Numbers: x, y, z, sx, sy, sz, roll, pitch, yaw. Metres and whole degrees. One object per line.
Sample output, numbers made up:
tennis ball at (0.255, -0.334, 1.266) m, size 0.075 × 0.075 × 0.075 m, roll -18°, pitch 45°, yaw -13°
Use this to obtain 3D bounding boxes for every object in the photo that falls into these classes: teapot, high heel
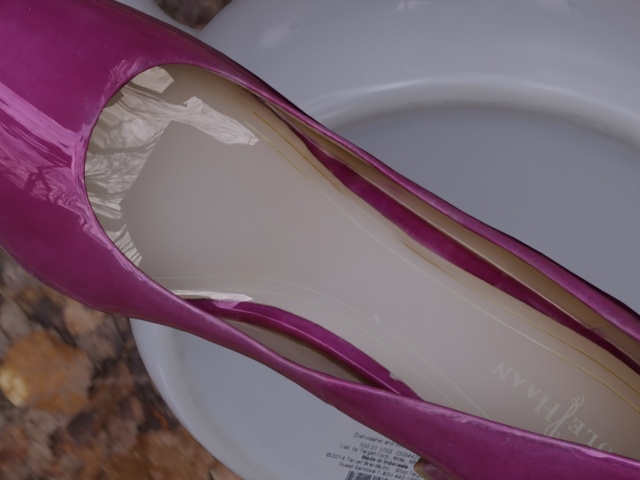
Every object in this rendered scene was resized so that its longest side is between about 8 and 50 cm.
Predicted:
teapot at (0.051, -0.024, 0.756) m, size 0.253 × 0.256 × 0.187 m, roll -21°, pitch 35°, yaw 16°
high heel at (0.000, 0.000, 0.491) m, size 0.244 × 0.117 × 0.082 m, roll 43°, pitch 67°, yaw -7°
